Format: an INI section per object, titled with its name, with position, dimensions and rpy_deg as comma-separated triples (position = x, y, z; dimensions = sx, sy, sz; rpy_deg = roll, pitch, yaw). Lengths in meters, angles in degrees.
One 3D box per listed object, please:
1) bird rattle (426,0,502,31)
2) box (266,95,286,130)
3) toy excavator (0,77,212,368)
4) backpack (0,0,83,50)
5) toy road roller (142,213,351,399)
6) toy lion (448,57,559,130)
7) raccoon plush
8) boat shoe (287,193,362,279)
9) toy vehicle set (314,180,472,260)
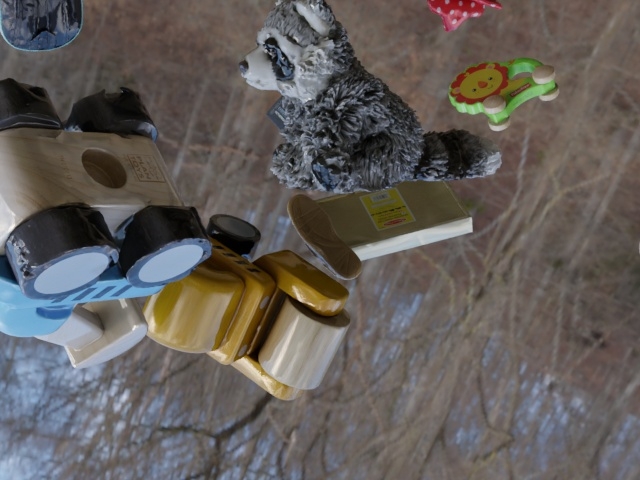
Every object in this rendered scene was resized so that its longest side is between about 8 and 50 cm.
[bird rattle]
position = 0.222, -0.472, 1.572
dimensions = 0.207, 0.253, 0.143
rpy_deg = 39, 168, -13
[box]
position = 0.013, -0.180, 2.024
dimensions = 0.232, 0.059, 0.183
rpy_deg = 35, -169, -42
[toy excavator]
position = -0.322, 0.030, 1.248
dimensions = 0.433, 0.445, 0.222
rpy_deg = -3, -121, -52
[backpack]
position = -0.500, -0.432, 1.731
dimensions = 0.166, 0.188, 0.144
rpy_deg = -15, -149, -30
[toy road roller]
position = -0.141, 0.116, 1.615
dimensions = 0.329, 0.202, 0.240
rpy_deg = 32, -159, 19
[toy lion]
position = 0.192, -0.167, 1.072
dimensions = 0.100, 0.034, 0.096
rpy_deg = -31, -138, -3
[raccoon plush]
position = 0.082, -0.246, 1.578
dimensions = 0.446, 0.299, 0.216
rpy_deg = -9, -164, -36
[boat shoe]
position = 0.000, 0.000, 1.659
dimensions = 0.063, 0.059, 0.170
rpy_deg = -36, -93, -18
[toy vehicle set]
position = 0.127, -0.045, 1.849
dimensions = 0.267, 0.035, 0.166
rpy_deg = -14, -140, -8
